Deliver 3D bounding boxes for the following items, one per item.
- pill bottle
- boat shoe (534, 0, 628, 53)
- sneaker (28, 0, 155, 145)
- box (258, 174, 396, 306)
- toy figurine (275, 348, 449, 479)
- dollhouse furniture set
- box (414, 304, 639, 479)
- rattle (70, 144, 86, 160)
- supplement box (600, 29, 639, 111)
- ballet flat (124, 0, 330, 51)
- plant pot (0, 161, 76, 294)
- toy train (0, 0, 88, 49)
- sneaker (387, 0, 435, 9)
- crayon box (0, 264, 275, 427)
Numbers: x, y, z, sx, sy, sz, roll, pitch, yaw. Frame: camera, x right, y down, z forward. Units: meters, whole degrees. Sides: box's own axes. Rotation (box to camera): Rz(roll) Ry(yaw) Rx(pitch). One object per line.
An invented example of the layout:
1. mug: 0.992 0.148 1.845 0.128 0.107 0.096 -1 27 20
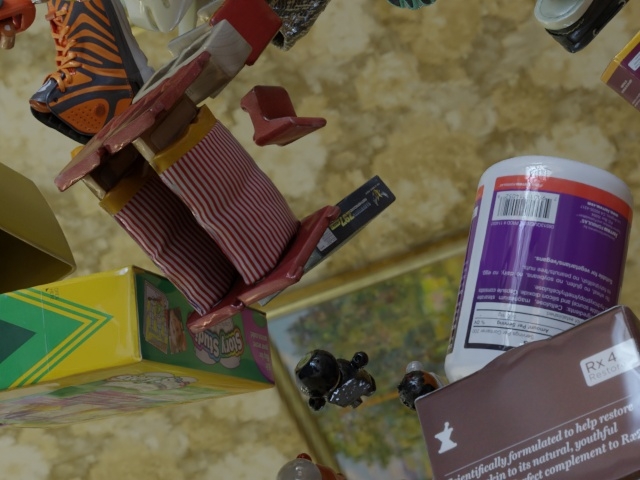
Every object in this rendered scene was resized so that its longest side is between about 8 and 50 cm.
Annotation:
1. pill bottle: 0.244 0.079 1.339 0.181 0.182 0.323 44 -124 -64
2. boat shoe: 0.485 -0.442 1.928 0.127 0.340 0.113 19 157 47
3. sneaker: -0.372 -0.281 1.757 0.321 0.180 0.125 60 155 -15
4. box: 0.000 0.000 1.947 0.059 0.183 0.233 52 -137 1
5. toy figurine: 0.063 0.242 1.431 0.148 0.210 0.213 33 -113 -58
6. dollhouse furniture set: -0.074 -0.111 1.167 0.201 0.152 0.374 48 -142 -17
7. box: 0.263 0.215 1.011 0.381 0.191 0.143 38 -148 -44
8. rattle: -0.217 -0.107 1.395 0.142 0.130 0.199 51 168 5
9. supplement box: 0.476 -0.199 1.541 0.188 0.104 0.081 42 170 8
10. ballet flat: -0.159 -0.348 1.621 0.164 0.182 0.483 35 -166 31
11. plant pot: -0.548 -0.017 1.896 0.212 0.212 0.187 36 -150 -49
12. toy train: -0.214 -0.207 0.909 0.125 0.166 0.046 -25 -111 -36
13. sneaker: 0.105 -0.231 1.018 0.038 0.098 0.069 70 -153 -21
14. crayon box: -0.260 0.130 1.305 0.363 0.313 0.106 30 -132 -69
